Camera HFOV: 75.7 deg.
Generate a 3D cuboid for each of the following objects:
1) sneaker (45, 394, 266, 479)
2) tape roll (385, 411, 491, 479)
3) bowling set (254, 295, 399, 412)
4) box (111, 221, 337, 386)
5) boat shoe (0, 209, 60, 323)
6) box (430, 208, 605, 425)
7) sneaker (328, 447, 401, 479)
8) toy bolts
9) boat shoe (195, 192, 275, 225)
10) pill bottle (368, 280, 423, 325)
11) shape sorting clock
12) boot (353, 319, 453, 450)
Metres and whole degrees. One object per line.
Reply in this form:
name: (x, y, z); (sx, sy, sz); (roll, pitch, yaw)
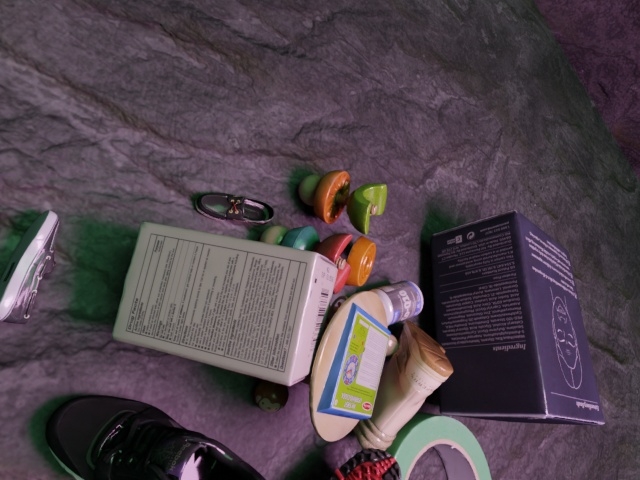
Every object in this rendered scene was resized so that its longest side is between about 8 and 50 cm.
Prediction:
sneaker: (-0.176, 0.239, 0.466); (0.283, 0.124, 0.107); (25, 45, 3)
tape roll: (0.202, 0.498, 0.773); (0.321, 0.077, 0.321); (12, 70, -35)
bowling set: (-0.007, 0.182, 0.650); (0.287, 0.154, 0.200); (34, 59, -25)
box: (-0.112, 0.075, 0.523); (0.127, 0.232, 0.148); (37, 64, -73)
boat shoe: (-0.352, 0.032, 0.503); (0.040, 0.049, 0.142); (38, 57, -46)
box: (0.418, 0.183, 0.903); (0.293, 0.212, 0.395); (24, 58, -37)
sneaker: (0.013, 0.428, 0.608); (0.262, 0.104, 0.125); (-22, 124, -13)
toy bolts: (0.000, 0.000, 0.752); (0.228, 0.158, 0.218); (-47, 147, -47)
boat shoe: (-0.140, -0.055, 0.688); (0.133, 0.042, 0.049); (11, 73, -33)
pill bottle: (0.134, 0.129, 0.820); (0.137, 0.078, 0.078); (-10, 83, -38)
shape sorting clock: (0.043, 0.171, 0.571); (0.206, 0.040, 0.206); (-15, 107, -58)
boot: (0.145, 0.265, 0.769); (0.095, 0.262, 0.203); (36, 95, 5)
